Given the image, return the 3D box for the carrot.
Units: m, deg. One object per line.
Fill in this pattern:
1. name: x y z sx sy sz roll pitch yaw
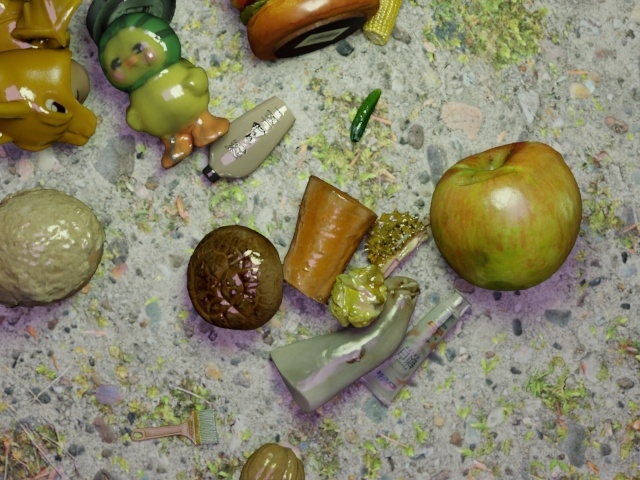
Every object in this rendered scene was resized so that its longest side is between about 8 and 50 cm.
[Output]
1. carrot: 0.000 0.000 1.581 0.195 0.196 0.254 28 96 -3

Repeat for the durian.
1. durian: 0.165 0.015 1.615 0.140 0.078 0.224 32 76 3

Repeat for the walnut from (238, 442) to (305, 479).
1. walnut: -0.115 0.555 1.557 0.166 0.149 0.167 -2 92 -38

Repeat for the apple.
1. apple: 0.424 -0.053 1.534 0.339 0.339 0.340 0 88 -5

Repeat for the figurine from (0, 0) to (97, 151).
1. figurine: -0.694 -0.390 1.487 0.400 0.268 0.387 -16 75 -16

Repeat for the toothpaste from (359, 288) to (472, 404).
1. toothpaste: 0.236 0.253 1.637 0.100 0.066 0.323 43 90 -1

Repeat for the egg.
1. egg: -0.624 0.019 1.481 0.310 0.279 0.279 -15 89 7

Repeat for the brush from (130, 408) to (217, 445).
1. brush: -0.351 0.454 1.605 0.205 0.011 0.083 -6 89 -4

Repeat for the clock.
1. clock: -0.433 -0.518 1.538 0.215 0.215 0.042 -37 77 -5

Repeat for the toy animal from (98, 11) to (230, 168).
1. toy animal: -0.362 -0.355 1.538 0.216 0.191 0.338 -28 109 15

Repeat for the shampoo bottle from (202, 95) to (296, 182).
1. shampoo bottle: -0.179 -0.234 1.612 0.257 0.078 0.127 -43 95 -3

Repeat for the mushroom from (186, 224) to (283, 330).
1. mushroom: -0.196 0.085 1.536 0.253 0.153 0.253 2 94 28

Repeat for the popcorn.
1. popcorn: 0.087 0.128 1.526 0.145 0.126 0.126 -33 67 -31

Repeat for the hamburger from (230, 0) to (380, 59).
1. hamburger: -0.048 -0.572 1.518 0.329 0.330 0.250 -20 94 -5

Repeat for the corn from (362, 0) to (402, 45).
1. corn: 0.167 -0.609 1.654 0.081 0.081 0.249 19 87 -4

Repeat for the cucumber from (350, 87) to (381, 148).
1. cucumber: 0.106 -0.307 1.659 0.039 0.039 0.168 27 84 -3

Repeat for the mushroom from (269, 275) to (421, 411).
1. mushroom: 0.084 0.234 1.593 0.396 0.126 0.177 -30 68 -7
